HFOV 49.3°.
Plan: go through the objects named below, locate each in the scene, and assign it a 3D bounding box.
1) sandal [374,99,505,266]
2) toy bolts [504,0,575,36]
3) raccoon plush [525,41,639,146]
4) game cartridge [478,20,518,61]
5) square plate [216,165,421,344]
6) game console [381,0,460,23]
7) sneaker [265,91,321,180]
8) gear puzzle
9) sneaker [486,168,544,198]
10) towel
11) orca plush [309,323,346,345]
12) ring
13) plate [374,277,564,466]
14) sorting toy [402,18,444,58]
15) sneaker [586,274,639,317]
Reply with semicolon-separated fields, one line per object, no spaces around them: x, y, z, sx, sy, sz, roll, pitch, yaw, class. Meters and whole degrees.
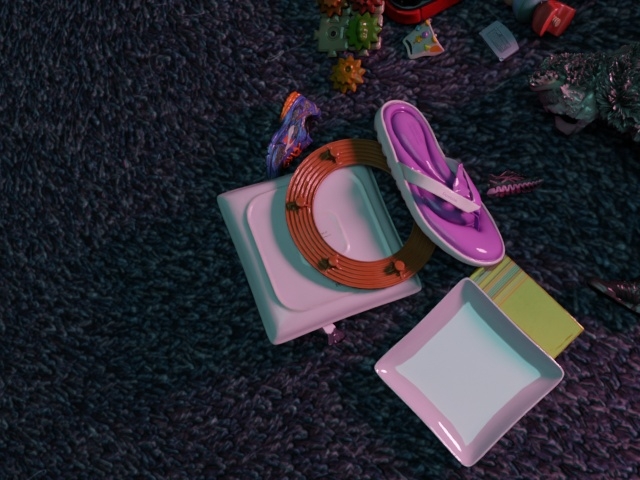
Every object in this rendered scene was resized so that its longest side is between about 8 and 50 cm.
0.242;-0.129;1.432;0.169;0.102;0.416;-24;73;-30;sandal
0.495;-0.560;1.466;0.158;0.218;0.228;49;127;27;toy bolts
0.615;-0.380;1.340;0.299;0.216;0.446;36;112;14;raccoon plush
0.393;-0.437;1.525;0.056;0.017;0.083;-34;77;9;game cartridge
0.000;0.000;1.467;0.347;0.049;0.344;-19;76;-13;square plate
0.244;-0.711;1.583;0.342;0.060;0.387;-25;78;3;game console
-0.064;-0.221;1.559;0.087;0.083;0.221;19;90;6;sneaker
0.056;-0.499;1.561;0.175;0.044;0.339;6;93;28;gear puzzle
0.406;-0.127;1.466;0.119;0.047;0.057;-9;69;9;sneaker
0.417;0.132;1.436;0.102;0.021;0.237;-46;76;6;towel
-0.063;0.126;1.522;0.287;0.102;0.151;40;47;5;orca plush
0.094;-0.063;1.455;0.336;0.032;0.337;3;71;-10;ring
0.300;0.266;1.427;0.277;0.045;0.278;-45;76;2;plate
0.223;-0.444;1.554;0.075;0.045;0.083;-26;77;27;sorting toy
0.623;0.094;1.383;0.170;0.051;0.089;31;89;10;sneaker
